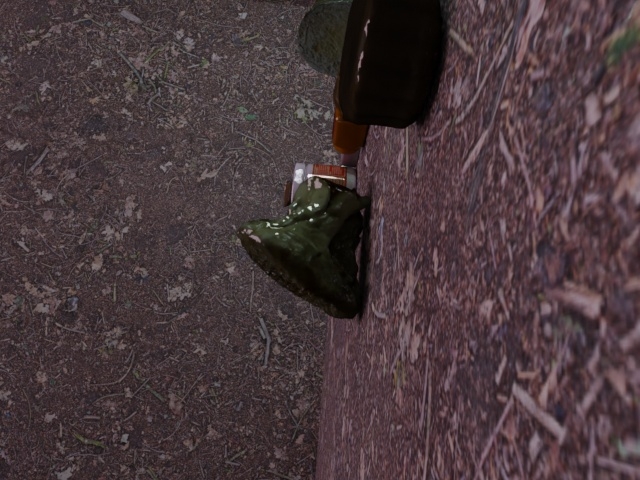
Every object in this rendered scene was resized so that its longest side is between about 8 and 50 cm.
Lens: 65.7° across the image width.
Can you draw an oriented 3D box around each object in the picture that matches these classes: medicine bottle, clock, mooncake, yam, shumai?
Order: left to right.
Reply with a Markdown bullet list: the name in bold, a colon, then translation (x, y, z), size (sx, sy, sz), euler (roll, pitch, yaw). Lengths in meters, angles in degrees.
- **shumai**: translation (0.000, 0.000, 1.370), size (0.323, 0.397, 0.324), euler (-55, 14, -15)
- **medicine bottle**: translation (0.010, -0.171, 1.949), size (0.252, 0.241, 0.252), euler (5, -90, -90)
- **yam**: translation (0.067, -0.646, 1.474), size (0.348, 0.241, 0.241), euler (-78, -5, -49)
- **medicine bottle**: translation (0.098, -0.389, 1.649), size (0.222, 0.112, 0.149), euler (98, 177, -66)
- **clock**: translation (0.120, -0.402, 1.922), size (0.150, 0.063, 0.197), euler (99, 176, -65)
- **mooncake**: translation (0.102, -0.278, 0.729), size (0.228, 0.124, 0.228), euler (-172, 90, -84)

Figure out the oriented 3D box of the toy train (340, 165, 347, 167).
- **toy train**: translation (0.084, -0.184, 2.214), size (0.086, 0.088, 0.407), euler (96, 179, -72)

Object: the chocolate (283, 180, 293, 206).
- **chocolate**: translation (-0.125, -0.184, 1.989), size (0.064, 0.031, 0.100), euler (134, 141, -60)

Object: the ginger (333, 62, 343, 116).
- **ginger**: translation (0.109, -0.440, 1.280), size (0.219, 0.123, 0.270), euler (149, 136, -85)

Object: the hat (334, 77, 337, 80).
- **hat**: translation (0.135, -0.646, 1.834), size (0.140, 0.129, 0.227), euler (55, 164, -8)
